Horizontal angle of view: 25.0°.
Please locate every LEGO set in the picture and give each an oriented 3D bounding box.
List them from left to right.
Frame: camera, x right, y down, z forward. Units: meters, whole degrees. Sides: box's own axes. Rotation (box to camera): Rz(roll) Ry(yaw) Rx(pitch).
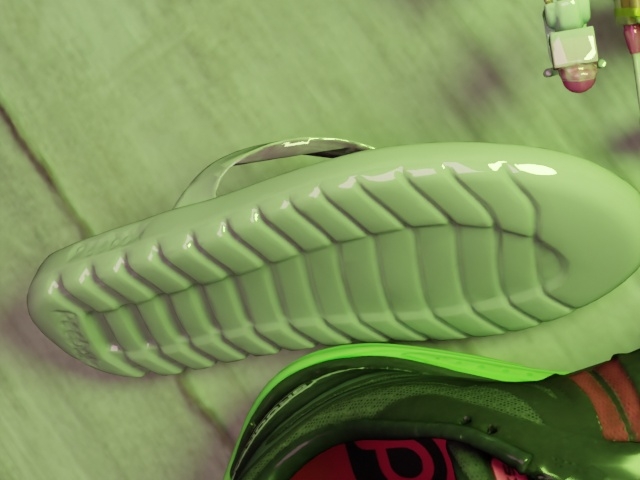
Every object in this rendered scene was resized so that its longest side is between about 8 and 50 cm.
[{"bbox_3d":[0.266,-0.112,0.784,0.287,0.132,0.107,-7,101,16],"label":"LEGO set"}]

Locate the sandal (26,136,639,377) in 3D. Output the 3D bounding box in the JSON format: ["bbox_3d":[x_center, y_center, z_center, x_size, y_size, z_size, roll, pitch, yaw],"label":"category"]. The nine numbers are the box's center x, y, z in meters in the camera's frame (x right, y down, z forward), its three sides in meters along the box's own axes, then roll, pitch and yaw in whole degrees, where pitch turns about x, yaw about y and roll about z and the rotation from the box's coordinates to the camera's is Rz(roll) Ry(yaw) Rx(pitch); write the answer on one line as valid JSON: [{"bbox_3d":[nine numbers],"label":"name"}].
[{"bbox_3d":[-0.006,-0.009,0.904,0.416,0.169,0.102,-10,51,23],"label":"sandal"}]

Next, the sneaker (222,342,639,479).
[{"bbox_3d":[0.159,0.141,0.789,0.483,0.202,0.185,-13,106,25],"label":"sneaker"}]
